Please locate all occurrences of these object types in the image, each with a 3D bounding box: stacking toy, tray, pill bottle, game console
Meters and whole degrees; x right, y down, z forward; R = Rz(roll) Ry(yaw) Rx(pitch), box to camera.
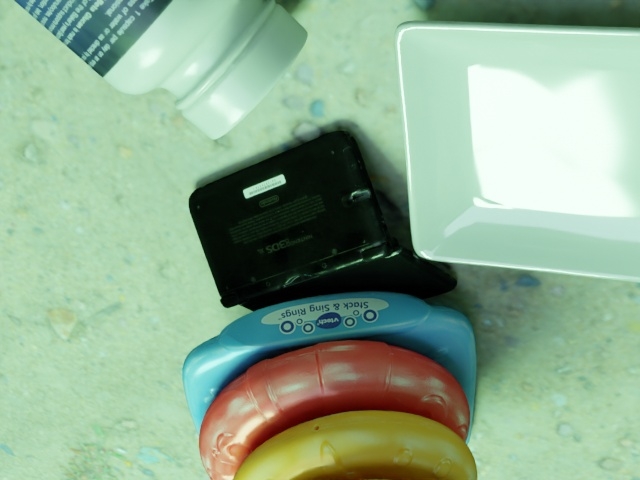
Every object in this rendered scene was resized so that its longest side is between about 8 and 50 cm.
[{"bbox_3d":[0.021,0.189,0.546,0.175,0.302,0.166,-8,137,0],"label":"stacking toy"},{"bbox_3d":[0.173,-0.039,0.485,0.270,0.030,0.145,6,131,18],"label":"tray"},{"bbox_3d":[-0.090,-0.127,0.470,0.169,0.094,0.094,42,132,-15],"label":"pill bottle"},{"bbox_3d":[0.000,0.000,0.605,0.122,0.071,0.107,-20,90,34],"label":"game console"}]
